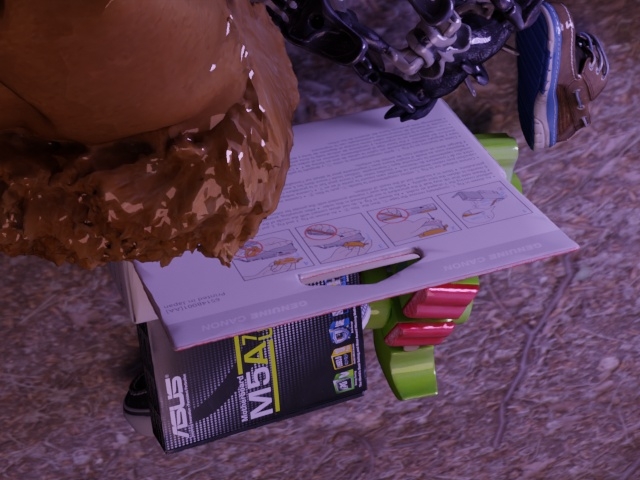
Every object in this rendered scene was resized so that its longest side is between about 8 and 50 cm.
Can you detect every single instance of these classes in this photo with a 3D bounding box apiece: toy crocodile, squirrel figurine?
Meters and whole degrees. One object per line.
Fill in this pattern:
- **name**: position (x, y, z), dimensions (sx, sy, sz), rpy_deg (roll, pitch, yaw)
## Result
- **toy crocodile**: position (0.107, 0.024, 1.530), dimensions (0.115, 0.105, 0.341), rpy_deg (-1, 143, -18)
- **squirrel figurine**: position (-0.224, -0.113, 1.023), dimensions (0.370, 0.281, 0.397), rpy_deg (-18, 122, 18)

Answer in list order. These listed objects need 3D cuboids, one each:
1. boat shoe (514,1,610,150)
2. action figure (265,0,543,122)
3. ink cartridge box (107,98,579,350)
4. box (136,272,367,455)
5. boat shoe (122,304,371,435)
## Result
- **boat shoe**: position (0.198, -0.142, 1.370), dimensions (0.066, 0.066, 0.183), rpy_deg (-17, 156, -4)
- **action figure**: position (0.065, -0.174, 1.214), dimensions (0.164, 0.141, 0.275), rpy_deg (-35, 167, 16)
- **ink cartridge box**: position (0.000, 0.000, 1.221), dimensions (0.296, 0.261, 0.066), rpy_deg (-13, 124, -15)
- **box**: position (-0.058, 0.064, 1.364), dimensions (0.184, 0.045, 0.191), rpy_deg (-15, 119, -20)
- **boat shoe**: position (-0.094, 0.092, 1.571), dimensions (0.301, 0.108, 0.102), rpy_deg (-26, 113, 38)
